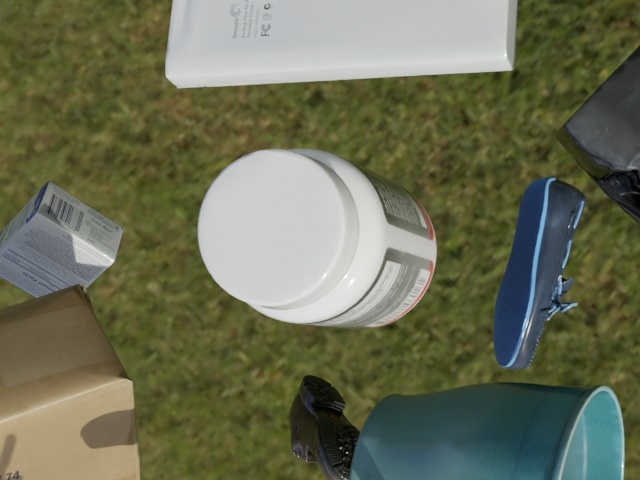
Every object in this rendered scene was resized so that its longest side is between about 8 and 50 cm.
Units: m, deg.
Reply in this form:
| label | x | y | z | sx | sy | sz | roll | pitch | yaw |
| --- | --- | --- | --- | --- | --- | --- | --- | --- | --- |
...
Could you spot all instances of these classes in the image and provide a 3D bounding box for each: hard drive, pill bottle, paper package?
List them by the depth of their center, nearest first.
| label | x | y | z | sx | sy | sz | roll | pitch | yaw |
| --- | --- | --- | --- | --- | --- | --- | --- | --- | --- |
| hard drive | 0.020 | -0.239 | 1.243 | 0.307 | 0.203 | 0.040 | -1 | 163 | 19 |
| pill bottle | 0.000 | 0.000 | 1.335 | 0.161 | 0.161 | 0.283 | 30 | -175 | 19 |
| paper package | -0.398 | 0.245 | 1.713 | 0.168 | 0.324 | 0.310 | 55 | 154 | 36 |

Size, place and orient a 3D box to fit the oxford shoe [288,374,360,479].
| label | x | y | z | sx | sy | sz | roll | pitch | yaw |
| --- | --- | --- | --- | --- | --- | --- | --- | --- | --- |
| oxford shoe | 0.006 | 0.301 | 2.083 | 0.082 | 0.227 | 0.096 | 22 | 110 | -23 |

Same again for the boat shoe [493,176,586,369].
| label | x | y | z | sx | sy | sz | roll | pitch | yaw |
| --- | --- | --- | --- | --- | --- | --- | --- | --- | --- |
| boat shoe | 0.300 | 0.049 | 1.872 | 0.089 | 0.258 | 0.109 | 13 | -174 | -22 |

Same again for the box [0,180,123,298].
| label | x | y | z | sx | sy | sz | roll | pitch | yaw |
| --- | --- | --- | --- | --- | --- | --- | --- | --- | --- |
| box | -0.356 | 0.009 | 1.902 | 0.126 | 0.072 | 0.137 | 34 | 126 | -23 |

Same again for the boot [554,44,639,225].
| label | x | y | z | sx | sy | sz | roll | pitch | yaw |
| --- | --- | --- | --- | --- | --- | --- | --- | --- | --- |
| boot | 0.521 | -0.150 | 1.484 | 0.367 | 0.445 | 0.146 | 42 | 169 | 20 |

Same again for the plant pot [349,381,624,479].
| label | x | y | z | sx | sy | sz | roll | pitch | yaw |
| --- | --- | --- | --- | --- | --- | --- | --- | --- | --- |
| plant pot | 0.179 | 0.278 | 1.588 | 0.255 | 0.272 | 0.272 | 7 | 130 | 26 |
